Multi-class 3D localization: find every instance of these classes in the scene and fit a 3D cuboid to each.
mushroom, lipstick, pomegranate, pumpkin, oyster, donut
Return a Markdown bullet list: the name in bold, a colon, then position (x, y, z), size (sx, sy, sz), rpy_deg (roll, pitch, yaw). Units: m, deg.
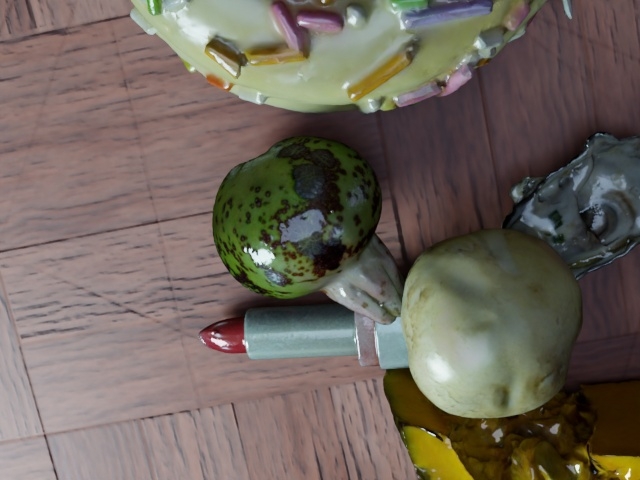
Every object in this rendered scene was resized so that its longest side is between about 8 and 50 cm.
- **mushroom**: position (0.126, 0.061, 0.935), size (0.148, 0.112, 0.148), rpy_deg (4, 68, -11)
- **lipstick**: position (-0.006, 0.072, 1.022), size (0.186, 0.057, 0.063), rpy_deg (-3, 108, 10)
- **pomegranate**: position (0.000, -0.011, 0.961), size (0.163, 0.126, 0.138), rpy_deg (20, 150, -23)
- **pumpkin**: position (0.206, 0.162, 0.989), size (0.190, 0.139, 0.280), rpy_deg (-41, 103, 17)
- **oyster**: position (0.194, -0.022, 0.983), size (0.165, 0.053, 0.108), rpy_deg (-30, 121, 4)
- **donut**: position (-0.017, -0.253, 0.878), size (0.307, 0.150, 0.371), rpy_deg (-27, 103, 11)
